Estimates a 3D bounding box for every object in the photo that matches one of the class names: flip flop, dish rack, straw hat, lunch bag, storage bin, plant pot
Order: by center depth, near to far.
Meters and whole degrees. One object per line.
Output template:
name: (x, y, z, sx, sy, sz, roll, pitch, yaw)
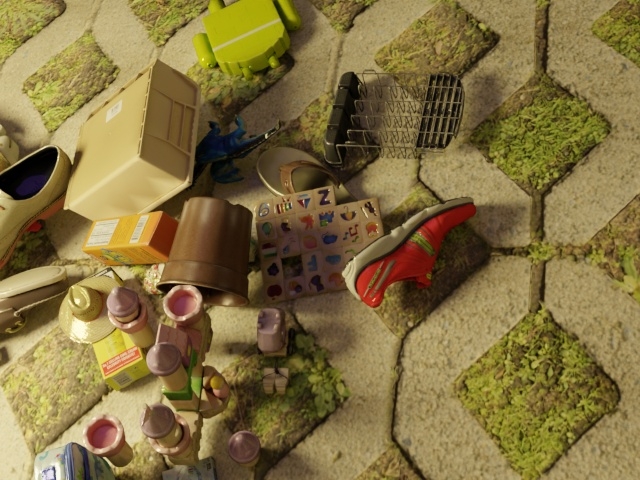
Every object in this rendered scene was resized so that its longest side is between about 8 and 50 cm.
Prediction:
lunch bag: (-0.386, 0.444, 1.463, 0.090, 0.176, 0.219, -20, 54, 6)
plant pot: (-0.193, 0.019, 1.616, 0.167, 0.167, 0.165, 3, 73, 21)
straw hat: (-0.436, 0.114, 1.688, 0.144, 0.061, 0.144, -9, 57, 14)
flip flop: (-0.021, -0.104, 1.744, 0.112, 0.080, 0.277, -41, 56, -8)
dish rack: (0.145, -0.242, 1.785, 0.272, 0.074, 0.208, 4, 62, 19)
storage bin: (-0.374, -0.188, 1.827, 0.262, 0.123, 0.260, -28, 47, 38)

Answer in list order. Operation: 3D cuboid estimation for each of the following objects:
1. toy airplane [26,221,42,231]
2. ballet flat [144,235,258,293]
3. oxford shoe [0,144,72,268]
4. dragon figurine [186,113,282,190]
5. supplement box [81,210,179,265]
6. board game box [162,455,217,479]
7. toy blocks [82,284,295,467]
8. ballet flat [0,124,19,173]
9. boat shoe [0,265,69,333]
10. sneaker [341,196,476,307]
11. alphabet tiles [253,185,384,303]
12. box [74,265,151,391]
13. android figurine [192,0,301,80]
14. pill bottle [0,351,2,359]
toy airplane: (-0.609, -0.073, 1.956, 0.151, 0.028, 0.151, -17, 50, 21)
ballet flat: (-0.237, 0.031, 1.735, 0.241, 0.077, 0.091, -20, 55, 6)
oxford shoe: (-0.657, -0.050, 1.814, 0.140, 0.146, 0.397, 36, 69, 10)
dragon figurine: (-0.191, -0.169, 1.818, 0.289, 0.085, 0.144, 1, 55, 37)
supplement box: (-0.357, -0.001, 1.747, 0.233, 0.078, 0.080, -2, 60, 46)
board game box: (-0.214, 0.415, 1.517, 0.090, 0.020, 0.090, -18, 55, 5)
toy blocks: (-0.215, 0.205, 1.470, 0.309, 0.260, 0.288, 1, 60, 5)
ballet flat: (-0.739, -0.204, 2.033, 0.123, 0.123, 0.348, -43, 52, -10)
boat shoe: (-0.637, 0.137, 1.793, 0.324, 0.096, 0.116, -18, 15, 3)
sneaker: (0.169, 0.023, 1.602, 0.279, 0.107, 0.118, -33, 86, -15)
alphabet tiles: (0.000, 0.000, 1.676, 0.237, 0.009, 0.198, -11, 76, 12)
box: (-0.389, 0.163, 1.714, 0.087, 0.058, 0.232, -28, 55, 0)
android figurine: (-0.164, -0.463, 2.037, 0.248, 0.056, 0.273, -25, 54, 2)
pill bottle: (-0.667, 0.233, 1.773, 0.083, 0.043, 0.043, -28, 54, 1)
